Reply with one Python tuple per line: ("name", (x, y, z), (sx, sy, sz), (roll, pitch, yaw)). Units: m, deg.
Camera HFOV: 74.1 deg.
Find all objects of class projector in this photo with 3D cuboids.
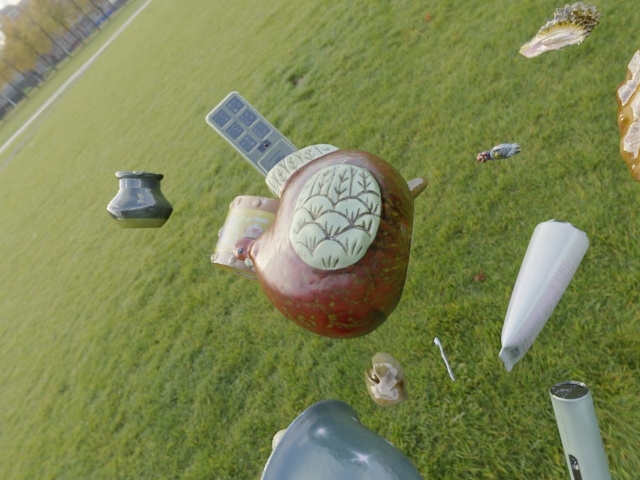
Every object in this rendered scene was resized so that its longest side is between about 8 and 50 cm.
("projector", (0.753, 0.583, 1.219), (0.108, 0.338, 0.108), (-16, 5, 1))

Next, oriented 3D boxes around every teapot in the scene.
("teapot", (-0.384, -0.086, 0.913), (0.165, 0.130, 0.119), (-170, 79, -75))

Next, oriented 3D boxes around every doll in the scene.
("doll", (0.710, -0.349, 1.687), (0.194, 0.104, 0.062), (-12, 53, 65))

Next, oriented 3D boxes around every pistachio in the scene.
("pistachio", (0.197, 0.414, 1.270), (0.130, 0.131, 0.206), (-52, 4, 4))

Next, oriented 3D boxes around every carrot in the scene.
("carrot", (0.154, -0.083, 0.974), (0.298, 0.078, 0.078), (-32, 34, -14))

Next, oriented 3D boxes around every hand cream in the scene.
("hand cream", (0.495, 0.124, 0.978), (0.118, 0.185, 0.359), (23, 77, 35))

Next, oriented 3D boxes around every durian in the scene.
("durian", (0.620, -0.563, 1.135), (0.224, 0.078, 0.140), (-7, 60, 59))

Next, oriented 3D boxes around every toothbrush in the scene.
("toothbrush", (0.475, 0.452, 1.620), (0.193, 0.013, 0.019), (-104, 35, -49))

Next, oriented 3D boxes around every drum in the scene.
("drum", (-0.106, 0.037, 1.292), (0.431, 0.431, 0.214), (7, 75, 46))

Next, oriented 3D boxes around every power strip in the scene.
("power strip", (-0.107, -0.167, 0.703), (0.076, 0.169, 0.028), (-47, 1, -8))

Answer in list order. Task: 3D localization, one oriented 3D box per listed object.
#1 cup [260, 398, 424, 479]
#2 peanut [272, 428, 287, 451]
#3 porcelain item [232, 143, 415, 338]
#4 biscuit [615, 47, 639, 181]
("cup", (0.047, 0.294, 0.462), (0.149, 0.199, 0.199), (3, 56, 41))
("peanut", (-0.046, 0.480, 0.900), (0.082, 0.187, 0.082), (-18, 9, 3))
("porcelain item", (0.000, 0.000, 0.553), (0.252, 0.253, 0.253), (-25, 40, 23))
("biscuit", (0.590, -0.212, 0.631), (0.107, 0.326, 0.326), (-1, 45, -1))
